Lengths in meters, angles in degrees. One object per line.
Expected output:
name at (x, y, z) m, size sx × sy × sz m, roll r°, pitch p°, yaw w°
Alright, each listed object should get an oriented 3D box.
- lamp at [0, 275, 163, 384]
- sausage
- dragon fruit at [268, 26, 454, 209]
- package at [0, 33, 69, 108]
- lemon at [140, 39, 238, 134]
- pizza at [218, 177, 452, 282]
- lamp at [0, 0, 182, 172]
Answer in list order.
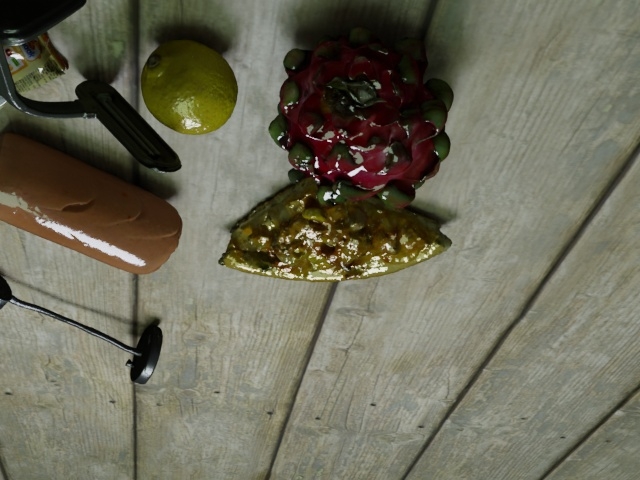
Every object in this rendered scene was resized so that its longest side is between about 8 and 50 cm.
lamp at (-0.417, 0.125, 1.994) m, size 0.108 × 0.130 × 0.371 m, roll -38°, pitch 123°, yaw 19°
sausage at (-0.333, -0.045, 1.606) m, size 0.304 × 0.121 × 0.121 m, roll 26°, pitch 144°, yaw -35°
dragon fruit at (0.068, -0.135, 1.357) m, size 0.272 × 0.219 × 0.198 m, roll 15°, pitch -174°, yaw -32°
package at (-0.368, -0.205, 1.362) m, size 0.120 × 0.031 × 0.108 m, roll -33°, pitch 150°, yaw -5°
lemon at (-0.156, -0.181, 1.358) m, size 0.109 × 0.109 × 0.133 m, roll -17°, pitch 152°, yaw 31°
pizza at (0.020, 0.012, 1.737) m, size 0.268 × 0.087 × 0.258 m, roll 17°, pitch 151°, yaw -30°
lamp at (-0.272, -0.174, 1.280) m, size 0.203 × 0.124 × 0.283 m, roll 35°, pitch 163°, yaw 27°
